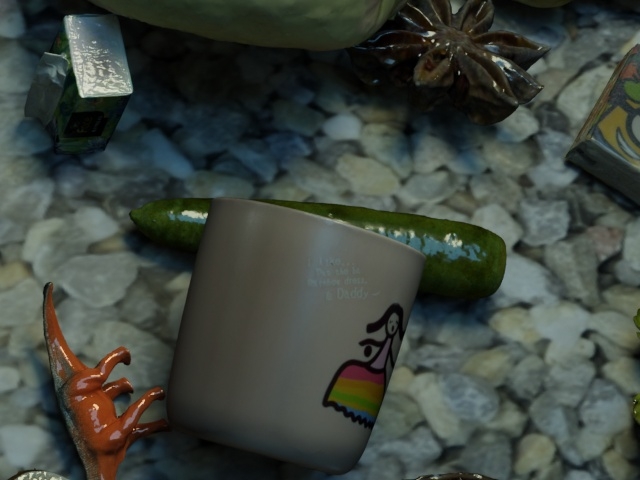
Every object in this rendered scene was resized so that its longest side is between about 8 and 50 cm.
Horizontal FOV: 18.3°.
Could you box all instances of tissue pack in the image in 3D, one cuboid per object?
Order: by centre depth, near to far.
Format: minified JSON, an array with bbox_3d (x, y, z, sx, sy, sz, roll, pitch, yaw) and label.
[{"bbox_3d":[-0.223,-0.139,1.785,0.079,0.111,0.085,-5,67,-23],"label":"tissue pack"},{"bbox_3d":[0.328,-0.114,2.008,0.109,0.060,0.148,33,57,-3],"label":"tissue pack"}]

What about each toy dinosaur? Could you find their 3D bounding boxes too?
[{"bbox_3d":[-0.175,0.165,1.688,0.101,0.055,0.279,-27,78,-20],"label":"toy dinosaur"}]

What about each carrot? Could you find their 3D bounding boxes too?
[{"bbox_3d":[0.000,0.000,1.828,0.359,0.074,0.074,8,62,-13],"label":"carrot"}]

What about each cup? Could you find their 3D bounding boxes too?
[{"bbox_3d":[-0.012,0.092,1.708,0.191,0.253,0.200,11,83,32],"label":"cup"}]

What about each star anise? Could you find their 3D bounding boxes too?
[{"bbox_3d":[0.118,-0.194,1.953,0.230,0.081,0.262,-7,45,-24],"label":"star anise"}]

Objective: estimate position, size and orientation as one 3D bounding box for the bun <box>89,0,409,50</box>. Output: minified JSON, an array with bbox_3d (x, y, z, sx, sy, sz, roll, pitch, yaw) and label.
[{"bbox_3d":[-0.059,-0.305,1.810,0.361,0.213,0.361,8,19,-3],"label":"bun"}]

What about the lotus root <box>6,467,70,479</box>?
[{"bbox_3d":[-0.229,0.244,1.617,0.122,0.081,0.112,46,51,5],"label":"lotus root"}]

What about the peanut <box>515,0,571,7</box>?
[{"bbox_3d":[0.264,-0.299,2.042,0.275,0.111,0.125,-3,44,-19],"label":"peanut"}]

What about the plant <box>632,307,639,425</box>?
[{"bbox_3d":[0.469,0.141,1.864,0.261,0.297,0.306,56,37,-23],"label":"plant"}]

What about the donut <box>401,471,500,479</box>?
[{"bbox_3d":[0.124,0.327,1.688,0.270,0.103,0.269,7,64,-15],"label":"donut"}]
